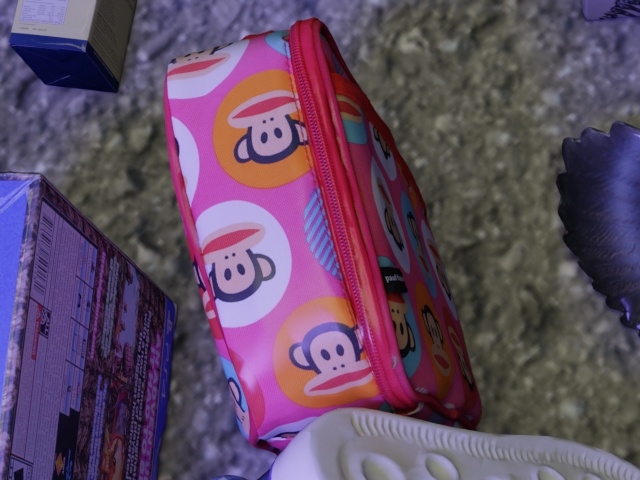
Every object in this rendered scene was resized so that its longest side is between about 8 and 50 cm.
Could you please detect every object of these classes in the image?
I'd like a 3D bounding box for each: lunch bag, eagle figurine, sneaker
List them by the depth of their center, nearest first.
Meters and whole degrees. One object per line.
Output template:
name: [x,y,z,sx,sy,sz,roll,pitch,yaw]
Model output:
sneaker: [0.060,0.221,0.898,0.236,0.322,0.130,-54,32,31]
lunch bag: [0.000,0.000,0.967,0.120,0.293,0.258,-18,73,8]
eagle figurine: [0.319,0.003,0.995,0.226,0.225,0.298,0,33,-31]

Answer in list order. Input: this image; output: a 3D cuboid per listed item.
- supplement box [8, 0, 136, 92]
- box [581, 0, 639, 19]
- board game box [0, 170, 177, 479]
supplement box: [-0.169,-0.157,1.143,0.056,0.083,0.083,8,77,10]
box: [0.305,-0.216,1.074,0.275,0.113,0.094,-4,74,9]
board game box: [-0.196,0.111,0.963,0.141,0.291,0.232,2,74,10]
